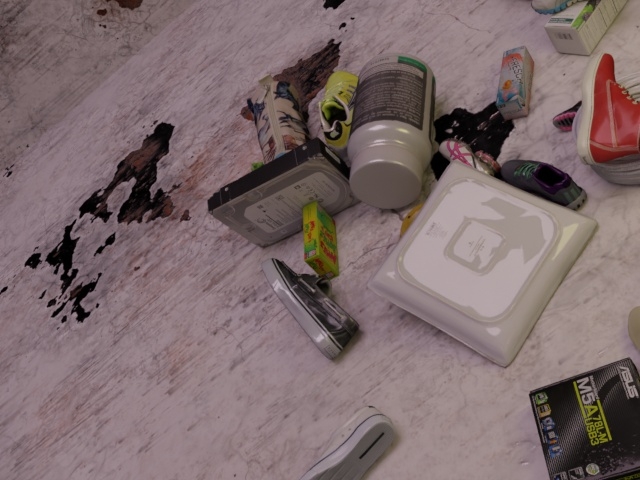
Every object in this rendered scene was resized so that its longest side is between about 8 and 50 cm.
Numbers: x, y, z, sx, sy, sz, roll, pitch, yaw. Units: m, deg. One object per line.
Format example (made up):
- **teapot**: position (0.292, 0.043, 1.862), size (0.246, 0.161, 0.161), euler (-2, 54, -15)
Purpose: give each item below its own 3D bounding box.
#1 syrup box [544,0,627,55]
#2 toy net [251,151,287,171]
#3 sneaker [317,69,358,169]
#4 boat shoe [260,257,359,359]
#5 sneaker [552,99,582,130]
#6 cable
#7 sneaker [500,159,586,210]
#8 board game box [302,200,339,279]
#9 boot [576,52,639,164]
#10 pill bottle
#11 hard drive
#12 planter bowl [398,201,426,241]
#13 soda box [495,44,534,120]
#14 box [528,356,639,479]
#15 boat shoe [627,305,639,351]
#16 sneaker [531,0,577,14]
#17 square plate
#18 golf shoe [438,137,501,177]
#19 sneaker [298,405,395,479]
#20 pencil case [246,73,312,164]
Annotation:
- **syrup box**: position (0.641, -0.557, 1.824), size (0.093, 0.096, 0.237), euler (24, 75, 50)
- **toy net**: position (-0.082, -0.145, 1.988), size (0.122, 0.232, 0.045), euler (-27, 55, 10)
- **sneaker**: position (0.067, -0.366, 2.115), size (0.145, 0.147, 0.385), euler (-31, 40, 19)
- **boat shoe**: position (-0.020, 0.136, 1.792), size (0.119, 0.121, 0.335), euler (-38, 50, -5)
- **sneaker**: position (0.565, -0.282, 1.694), size (0.119, 0.047, 0.057), euler (-19, 38, 18)
- **cable**: position (0.640, -0.231, 1.544), size (0.257, 0.089, 0.257), euler (-46, 39, 1)
- **sneaker**: position (0.454, -0.142, 1.618), size (0.083, 0.098, 0.223), euler (-49, 39, -5)
- **board game box**: position (0.000, 0.000, 1.894), size (0.043, 0.092, 0.181), euler (-25, 43, 21)
- **boot**: position (0.594, -0.264, 1.478), size (0.176, 0.088, 0.245), euler (-7, 61, 38)
- **pill bottle**: position (0.174, -0.269, 1.892), size (0.204, 0.204, 0.361), euler (-16, 46, 31)
- **hard drive**: position (-0.083, -0.109, 1.946), size (0.338, 0.237, 0.064), euler (-24, 55, 22)
- **planter bowl**: position (0.244, -0.020, 1.701), size (0.217, 0.090, 0.217), euler (-24, 43, 24)
- **soda box**: position (0.464, -0.376, 1.843), size (0.058, 0.063, 0.183), euler (-11, 50, 35)
- **box**: position (0.452, 0.307, 1.268), size (0.184, 0.045, 0.191), euler (-26, 43, 25)
- **boat shoe**: position (0.558, 0.169, 1.302), size (0.049, 0.042, 0.133), euler (-52, 31, 34)
- **sneaker**: position (0.567, -0.583, 1.770), size (0.190, 0.083, 0.071), euler (-12, 50, 37)
- **square plate**: position (0.314, 0.024, 1.553), size (0.344, 0.049, 0.347), euler (29, 77, 31)
- **golf shoe**: position (0.326, -0.179, 1.786), size (0.086, 0.067, 0.186), euler (-48, 39, -2)
- **sneaker**: position (0.037, 0.429, 1.503), size (0.258, 0.094, 0.091), euler (-41, 21, -3)
- **pencil case**: position (-0.103, -0.285, 2.165), size (0.159, 0.183, 0.410), euler (-32, 42, 15)
